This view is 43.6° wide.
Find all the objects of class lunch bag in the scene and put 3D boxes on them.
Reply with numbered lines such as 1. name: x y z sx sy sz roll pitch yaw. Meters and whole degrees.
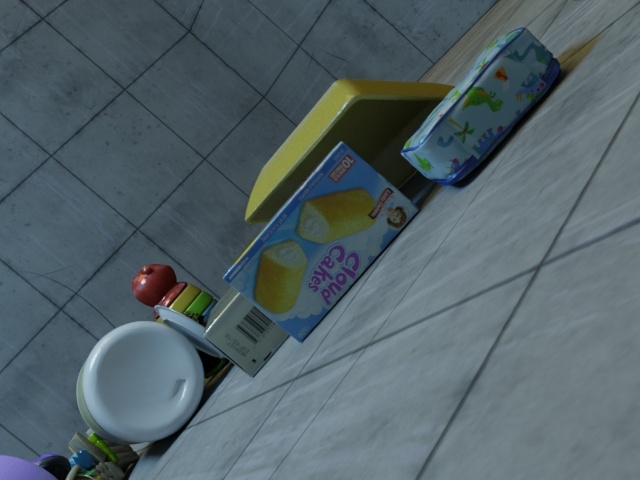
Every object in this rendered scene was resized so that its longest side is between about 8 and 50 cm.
1. lunch bag: 0.208 -0.175 1.064 0.219 0.090 0.176 -49 6 0

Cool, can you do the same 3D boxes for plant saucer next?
1. plant saucer: 0.062 -0.162 1.339 0.333 0.080 0.333 -8 -27 -44

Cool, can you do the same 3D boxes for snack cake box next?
1. snack cake box: 0.000 0.000 1.183 0.264 0.152 0.089 -49 6 5

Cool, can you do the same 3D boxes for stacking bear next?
1. stacking bear: -0.348 0.171 2.022 0.164 0.289 0.175 -53 7 -35

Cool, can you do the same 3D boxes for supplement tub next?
1. supplement tub: -0.386 0.306 1.676 0.235 0.235 0.325 -51 6 -24

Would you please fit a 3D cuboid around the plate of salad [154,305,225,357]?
1. plate of salad: -0.245 0.180 1.613 0.048 0.200 0.200 -58 8 -20

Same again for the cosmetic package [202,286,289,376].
1. cosmetic package: -0.116 0.127 1.446 0.160 0.113 0.309 -49 6 -3

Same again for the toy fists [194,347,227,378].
1. toy fists: -0.194 0.183 1.757 0.279 0.096 0.142 -47 5 35

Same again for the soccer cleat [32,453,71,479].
1. soccer cleat: -0.589 0.514 1.540 0.318 0.109 0.116 -56 39 14

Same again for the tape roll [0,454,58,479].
1. tape roll: -0.571 0.524 1.418 0.275 0.275 0.090 -47 4 16

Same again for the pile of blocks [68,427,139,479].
1. pile of blocks: -0.500 0.503 1.672 0.112 0.149 0.362 -48 6 5

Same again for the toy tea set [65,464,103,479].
1. toy tea set: -0.318 0.434 1.112 0.336 0.125 0.199 -96 17 -78
